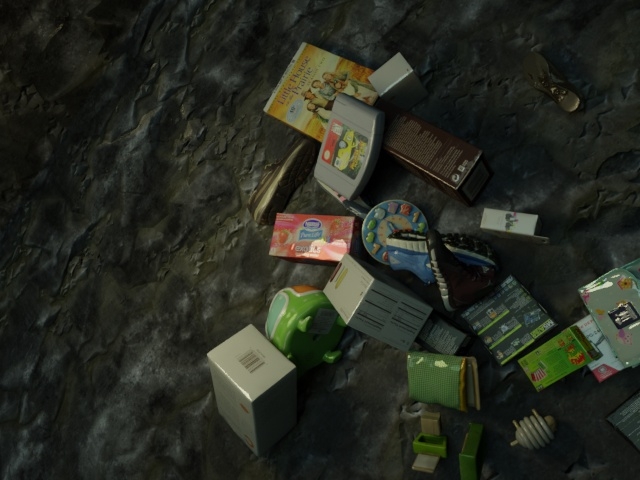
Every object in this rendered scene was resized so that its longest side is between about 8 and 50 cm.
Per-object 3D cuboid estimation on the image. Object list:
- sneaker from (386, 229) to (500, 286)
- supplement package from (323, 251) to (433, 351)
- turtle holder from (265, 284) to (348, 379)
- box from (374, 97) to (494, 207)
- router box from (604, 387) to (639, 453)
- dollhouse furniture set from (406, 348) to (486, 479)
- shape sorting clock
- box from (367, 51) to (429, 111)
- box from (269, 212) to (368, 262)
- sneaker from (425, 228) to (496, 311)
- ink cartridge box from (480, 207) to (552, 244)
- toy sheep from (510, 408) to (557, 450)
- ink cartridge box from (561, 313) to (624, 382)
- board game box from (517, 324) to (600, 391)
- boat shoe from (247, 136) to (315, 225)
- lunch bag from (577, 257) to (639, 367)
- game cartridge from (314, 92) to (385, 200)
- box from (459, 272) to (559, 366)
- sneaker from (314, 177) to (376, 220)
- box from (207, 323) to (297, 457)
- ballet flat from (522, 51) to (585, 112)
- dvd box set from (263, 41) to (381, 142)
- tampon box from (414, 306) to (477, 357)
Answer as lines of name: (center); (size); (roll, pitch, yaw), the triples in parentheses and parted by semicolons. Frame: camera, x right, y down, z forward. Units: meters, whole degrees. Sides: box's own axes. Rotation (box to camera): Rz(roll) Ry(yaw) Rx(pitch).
sneaker: (0.358, 0.060, 1.547); (0.330, 0.130, 0.147); (8, 112, 20)
supplement package: (0.154, 0.168, 1.498); (0.145, 0.204, 0.262); (-61, 19, 5)
turtle holder: (-0.057, 0.289, 1.670); (0.227, 0.244, 0.320); (38, 137, 45)
box: (0.319, -0.268, 1.597); (0.381, 0.191, 0.143); (35, 95, 30)
router box: (0.798, 0.420, 1.247); (0.179, 0.046, 0.133); (-47, 61, 12)
dollhouse furniture set: (0.315, 0.458, 1.373); (0.198, 0.151, 0.301); (-1, 105, 27)
shape sorting clock: (0.232, -0.024, 1.623); (0.206, 0.040, 0.206); (0, 92, 0)
box: (0.254, -0.500, 1.698); (0.130, 0.170, 0.091); (-35, 64, 16)
box: (0.000, 0.000, 1.733); (0.300, 0.142, 0.153); (5, 80, 30)
sneaker: (0.385, 0.066, 1.416); (0.163, 0.281, 0.106); (-15, 37, 14)
ink cartridge box: (0.551, -0.038, 1.460); (0.182, 0.104, 0.061); (12, 84, 30)
toy sheep: (0.546, 0.492, 1.347); (0.132, 0.091, 0.091); (-37, 63, 11)
ink cartridge box: (0.704, 0.266, 1.326); (0.109, 0.063, 0.150); (-38, 63, 16)
board game box: (0.604, 0.302, 1.338); (0.181, 0.043, 0.092); (-53, 56, 41)
boat shoe: (-0.156, -0.227, 1.882); (0.130, 0.132, 0.355); (38, 96, 30)
lunch bag: (0.783, 0.155, 1.240); (0.262, 0.160, 0.223); (-26, 65, 9)
game cartridge: (0.090, -0.281, 1.614); (0.196, 0.060, 0.294); (34, 122, 30)
box: (0.519, 0.219, 1.452); (0.191, 0.045, 0.184); (-43, 64, 13)
sneaker: (0.114, -0.168, 1.729); (0.319, 0.112, 0.131); (43, 103, 29)
box: (-0.201, 0.464, 1.605); (0.168, 0.345, 0.215); (-32, 54, -32)
ballet flat: (0.681, -0.460, 1.525); (0.249, 0.058, 0.084); (60, 143, 31)
dvd box set: (0.020, -0.517, 1.895); (0.420, 0.062, 0.307); (35, 95, 30)
tampon box: (0.340, 0.268, 1.492); (0.161, 0.120, 0.101); (34, 97, 30)
